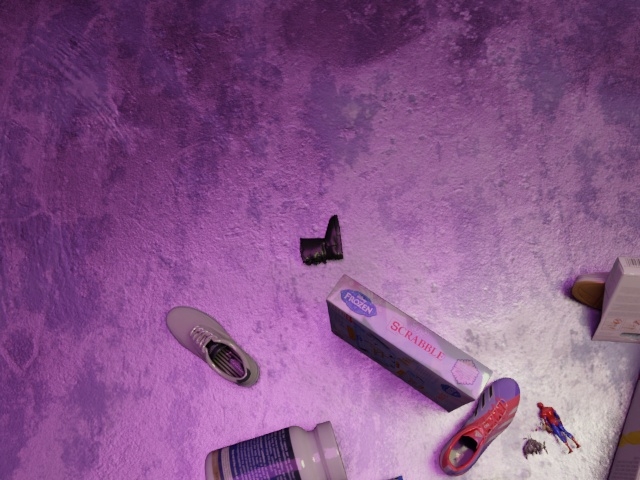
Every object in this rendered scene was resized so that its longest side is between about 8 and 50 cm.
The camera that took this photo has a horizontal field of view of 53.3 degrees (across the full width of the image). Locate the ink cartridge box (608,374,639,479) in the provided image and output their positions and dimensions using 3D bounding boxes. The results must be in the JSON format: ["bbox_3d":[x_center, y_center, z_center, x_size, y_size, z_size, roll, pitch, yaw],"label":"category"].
[{"bbox_3d":[0.759,0.417,1.256,0.279,0.160,0.384,23,74,10],"label":"ink cartridge box"}]

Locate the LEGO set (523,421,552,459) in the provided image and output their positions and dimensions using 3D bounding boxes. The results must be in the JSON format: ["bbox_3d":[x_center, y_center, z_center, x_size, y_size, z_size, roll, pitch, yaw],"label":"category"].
[{"bbox_3d":[0.451,0.421,1.335,0.054,0.023,0.083,9,80,31],"label":"LEGO set"}]

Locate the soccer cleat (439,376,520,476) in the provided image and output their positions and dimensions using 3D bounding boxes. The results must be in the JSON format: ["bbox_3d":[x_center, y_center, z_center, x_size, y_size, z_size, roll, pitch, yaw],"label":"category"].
[{"bbox_3d":[0.338,0.387,1.326,0.083,0.095,0.248,41,79,15],"label":"soccer cleat"}]

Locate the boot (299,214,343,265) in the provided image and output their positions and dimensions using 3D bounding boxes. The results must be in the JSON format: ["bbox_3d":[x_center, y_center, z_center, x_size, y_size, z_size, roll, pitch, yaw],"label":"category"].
[{"bbox_3d":[0.000,0.000,1.504,0.099,0.045,0.121,-6,72,5],"label":"boot"}]

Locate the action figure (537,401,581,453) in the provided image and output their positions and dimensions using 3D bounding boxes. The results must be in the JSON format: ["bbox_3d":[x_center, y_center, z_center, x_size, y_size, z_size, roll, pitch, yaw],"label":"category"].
[{"bbox_3d":[0.499,0.393,1.350,0.038,0.030,0.115,-27,67,-11],"label":"action figure"}]

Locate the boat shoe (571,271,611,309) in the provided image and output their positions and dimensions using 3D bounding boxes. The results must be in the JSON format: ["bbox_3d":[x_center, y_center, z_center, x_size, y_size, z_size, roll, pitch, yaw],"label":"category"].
[{"bbox_3d":[0.693,0.098,1.409,0.277,0.098,0.096,7,52,3],"label":"boat shoe"}]

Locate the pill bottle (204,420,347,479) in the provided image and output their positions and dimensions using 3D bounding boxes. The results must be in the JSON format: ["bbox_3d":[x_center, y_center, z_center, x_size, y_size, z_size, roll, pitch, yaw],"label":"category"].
[{"bbox_3d":[-0.088,0.466,1.294,0.265,0.153,0.153,-17,71,-2],"label":"pill bottle"}]

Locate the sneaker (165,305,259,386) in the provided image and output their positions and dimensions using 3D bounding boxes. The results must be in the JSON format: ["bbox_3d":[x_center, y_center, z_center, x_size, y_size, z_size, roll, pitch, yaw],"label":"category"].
[{"bbox_3d":[-0.242,0.225,1.415,0.258,0.091,0.094,33,76,13],"label":"sneaker"}]

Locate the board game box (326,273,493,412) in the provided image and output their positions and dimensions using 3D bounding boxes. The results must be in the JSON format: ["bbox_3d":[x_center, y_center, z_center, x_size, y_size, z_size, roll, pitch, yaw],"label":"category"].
[{"bbox_3d":[0.162,0.217,1.277,0.318,0.318,0.066,33,76,12],"label":"board game box"}]

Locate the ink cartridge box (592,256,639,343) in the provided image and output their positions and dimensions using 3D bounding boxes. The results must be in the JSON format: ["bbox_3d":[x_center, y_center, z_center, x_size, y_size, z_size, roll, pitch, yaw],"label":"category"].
[{"bbox_3d":[0.689,0.131,1.344,0.181,0.224,0.056,4,47,5],"label":"ink cartridge box"}]

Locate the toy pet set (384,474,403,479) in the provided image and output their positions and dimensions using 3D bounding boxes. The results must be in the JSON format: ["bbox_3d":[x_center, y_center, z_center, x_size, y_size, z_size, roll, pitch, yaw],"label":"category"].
[{"bbox_3d":[0.148,0.548,1.305,0.122,0.065,0.114,-31,59,34],"label":"toy pet set"}]
